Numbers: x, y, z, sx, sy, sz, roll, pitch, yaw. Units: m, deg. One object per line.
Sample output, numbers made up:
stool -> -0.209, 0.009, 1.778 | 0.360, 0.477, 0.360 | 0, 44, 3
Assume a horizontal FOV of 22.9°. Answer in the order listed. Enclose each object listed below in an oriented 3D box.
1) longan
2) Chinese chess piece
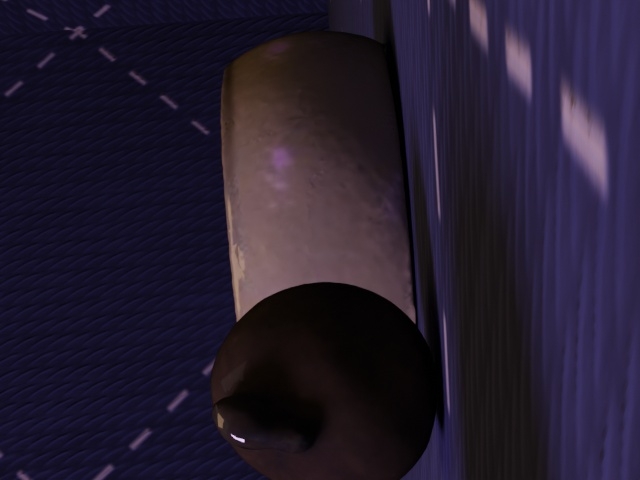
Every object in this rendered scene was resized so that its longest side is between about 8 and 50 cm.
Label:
longan -> 0.000, 0.069, 0.710 | 0.119, 0.106, 0.106 | -19, -73, -56
Chinese chess piece -> 0.000, 0.000, 0.944 | 0.251, 0.097, 0.251 | -5, -90, -89
